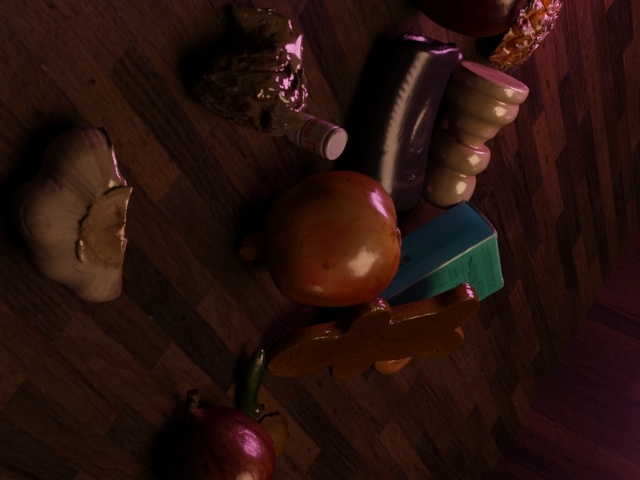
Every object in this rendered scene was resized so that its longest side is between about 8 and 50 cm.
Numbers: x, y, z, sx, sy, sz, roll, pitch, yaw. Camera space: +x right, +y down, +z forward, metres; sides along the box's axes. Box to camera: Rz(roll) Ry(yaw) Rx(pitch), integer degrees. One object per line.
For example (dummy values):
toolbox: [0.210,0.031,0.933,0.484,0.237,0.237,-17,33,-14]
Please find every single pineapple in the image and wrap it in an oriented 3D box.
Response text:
pineapple: [0.431,-0.437,2.299,0.225,0.076,0.225,-51,175,-6]

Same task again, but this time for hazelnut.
hazelnut: [0.262,-0.460,1.988,0.208,0.208,0.208,-39,143,-38]

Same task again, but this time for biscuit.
biscuit: [0.181,0.246,2.554,0.224,0.033,0.144,-10,121,-55]
biscuit: [0.094,0.175,2.143,0.432,0.064,0.283,-10,149,-16]

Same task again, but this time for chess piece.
chess piece: [0.297,-0.202,2.264,0.167,0.167,0.299,-11,126,-56]

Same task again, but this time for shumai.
shumai: [-0.083,-0.252,1.603,0.206,0.166,0.175,57,51,-85]

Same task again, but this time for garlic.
garlic: [-0.320,-0.029,1.418,0.143,0.178,0.229,-13,109,-18]

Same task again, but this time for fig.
fig: [-0.192,0.356,1.925,0.249,0.186,0.204,58,28,-10]

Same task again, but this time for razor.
razor: [0.147,-0.212,2.044,0.204,0.113,0.349,-10,120,-57]

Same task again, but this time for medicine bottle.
medicine bottle: [-0.006,-0.174,1.848,0.057,0.089,0.057,-38,142,-38]

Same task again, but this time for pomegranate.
pomegranate: [0.000,0.000,1.869,0.252,0.271,0.229,-74,156,-80]

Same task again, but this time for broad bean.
broad bean: [-0.127,0.274,2.058,0.061,0.046,0.195,-56,157,-38]

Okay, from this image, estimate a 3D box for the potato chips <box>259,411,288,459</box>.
potato chips: [-0.119,0.437,2.203,0.201,0.049,0.150,-54,156,-29]

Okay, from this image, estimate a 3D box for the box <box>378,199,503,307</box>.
box: [0.215,0.080,2.282,0.311,0.118,0.205,-31,141,-8]
